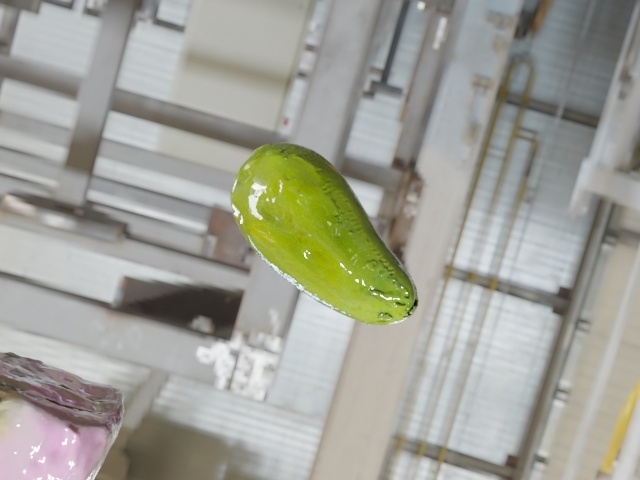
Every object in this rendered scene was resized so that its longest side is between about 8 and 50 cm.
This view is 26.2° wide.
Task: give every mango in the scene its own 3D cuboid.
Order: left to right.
[{"bbox_3d":[0.000,0.000,0.939,0.165,0.074,0.091,45,158,25],"label":"mango"}]

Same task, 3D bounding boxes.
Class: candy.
[{"bbox_3d":[-0.227,0.189,0.813,0.116,0.265,0.155,28,-178,-10],"label":"candy"}]
